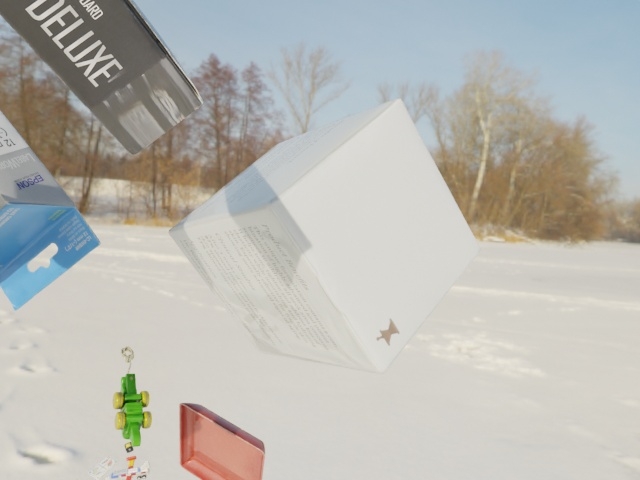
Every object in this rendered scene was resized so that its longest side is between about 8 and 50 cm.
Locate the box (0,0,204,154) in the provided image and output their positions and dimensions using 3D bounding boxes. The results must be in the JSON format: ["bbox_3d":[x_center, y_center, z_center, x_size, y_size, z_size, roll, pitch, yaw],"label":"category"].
[{"bbox_3d":[-0.229,-0.236,0.468,0.242,0.076,0.307,54,-1,-41],"label":"box"}]

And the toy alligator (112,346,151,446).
[{"bbox_3d":[-0.335,0.279,0.989,0.056,0.051,0.190,8,42,-33],"label":"toy alligator"}]

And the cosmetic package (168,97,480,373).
[{"bbox_3d":[0.000,0.000,1.044,0.327,0.329,0.393,-43,21,-30],"label":"cosmetic package"}]

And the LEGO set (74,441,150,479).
[{"bbox_3d":[-0.607,0.675,1.612,0.182,0.060,0.244,12,33,32],"label":"LEGO set"}]

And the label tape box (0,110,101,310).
[{"bbox_3d":[-0.548,-0.060,0.871,0.249,0.348,0.115,-31,8,25],"label":"label tape box"}]

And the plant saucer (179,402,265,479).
[{"bbox_3d":[-0.246,0.545,1.442,0.259,0.259,0.047,22,35,20],"label":"plant saucer"}]
